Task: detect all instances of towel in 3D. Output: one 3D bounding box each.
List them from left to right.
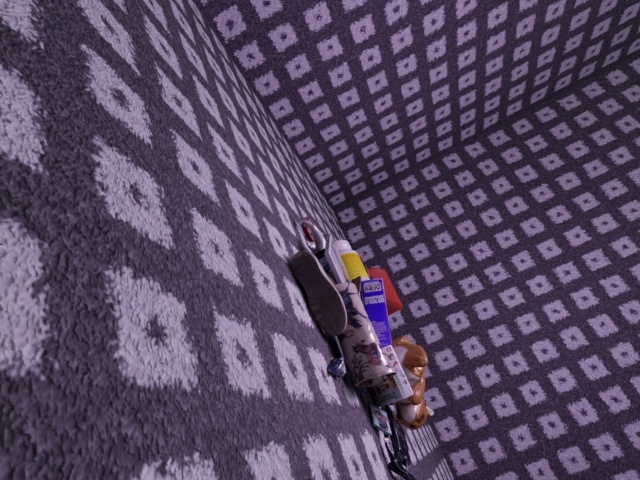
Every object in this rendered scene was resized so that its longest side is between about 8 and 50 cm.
[{"bbox_3d":[-0.033,-0.013,2.196,0.199,0.031,0.275,63,7,-12],"label":"towel"}]

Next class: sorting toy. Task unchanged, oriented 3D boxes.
[{"bbox_3d":[0.088,0.454,1.498,0.083,0.012,0.062,57,10,-39],"label":"sorting toy"}]

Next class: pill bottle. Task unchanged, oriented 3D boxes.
[{"bbox_3d":[0.143,0.171,2.153,0.188,0.188,0.334,51,15,-58],"label":"pill bottle"}]

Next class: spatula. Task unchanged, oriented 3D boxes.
[{"bbox_3d":[0.242,0.163,2.198,0.084,0.030,0.296,109,-35,-42],"label":"spatula"}]

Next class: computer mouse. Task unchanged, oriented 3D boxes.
[{"bbox_3d":[0.271,0.772,1.530,0.184,0.060,0.262,49,15,-26],"label":"computer mouse"}]

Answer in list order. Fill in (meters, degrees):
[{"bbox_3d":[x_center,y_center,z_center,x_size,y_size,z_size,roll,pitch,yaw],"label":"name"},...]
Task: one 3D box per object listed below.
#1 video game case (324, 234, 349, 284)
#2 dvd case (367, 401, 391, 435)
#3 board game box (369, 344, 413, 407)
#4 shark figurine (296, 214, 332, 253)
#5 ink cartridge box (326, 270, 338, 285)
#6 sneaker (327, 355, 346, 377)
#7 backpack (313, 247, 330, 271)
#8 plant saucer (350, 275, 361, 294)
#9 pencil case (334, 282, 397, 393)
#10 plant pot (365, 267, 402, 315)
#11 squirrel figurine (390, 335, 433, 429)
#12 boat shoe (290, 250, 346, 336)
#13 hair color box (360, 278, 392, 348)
[{"bbox_3d":[0.073,0.109,1.772,0.206,0.026,0.227,-81,148,-68],"label":"video game case"},{"bbox_3d":[0.221,0.667,1.540,0.087,0.013,0.119,36,12,-11],"label":"dvd case"},{"bbox_3d":[0.254,0.549,1.637,0.305,0.053,0.193,111,-41,-60],"label":"board game box"},{"bbox_3d":[-0.005,-0.028,1.991,0.278,0.116,0.166,65,27,-25],"label":"shark figurine"},{"bbox_3d":[0.056,0.222,1.803,0.140,0.082,0.191,63,9,-4],"label":"ink cartridge box"},{"bbox_3d":[0.061,0.414,1.318,0.135,0.052,0.058,15,53,-79],"label":"sneaker"},{"bbox_3d":[0.002,0.095,1.787,0.084,0.105,0.114,61,10,-11],"label":"backpack"},{"bbox_3d":[0.136,0.289,1.785,0.278,0.041,0.278,9,90,-88],"label":"plant saucer"},{"bbox_3d":[0.129,0.343,1.525,0.183,0.160,0.410,79,-12,-57],"label":"pencil case"},{"bbox_3d":[0.255,0.303,2.307,0.235,0.267,0.267,31,31,-53],"label":"plant pot"},{"bbox_3d":[0.408,0.680,1.962,0.397,0.281,0.370,-58,127,-78],"label":"squirrel figurine"},{"bbox_3d":[0.006,0.184,1.474,0.116,0.123,0.324,30,36,-80],"label":"boat shoe"},{"bbox_3d":[0.250,0.347,1.875,0.185,0.110,0.339,63,18,-83],"label":"hair color box"}]
